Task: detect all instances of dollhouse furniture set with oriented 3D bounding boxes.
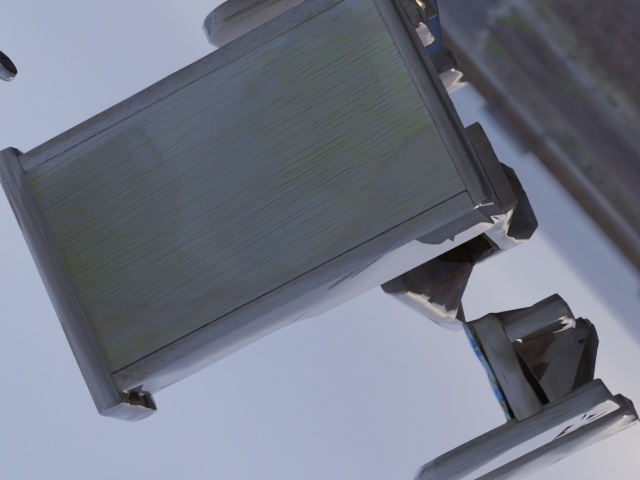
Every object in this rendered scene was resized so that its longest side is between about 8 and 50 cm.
[{"bbox_3d":[0.000,0.000,1.294,0.362,0.256,0.394,65,-171,14],"label":"dollhouse furniture set"}]

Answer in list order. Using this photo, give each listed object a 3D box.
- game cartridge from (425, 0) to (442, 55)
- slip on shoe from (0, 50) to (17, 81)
[{"bbox_3d":[0.015,-0.226,1.924,0.060,0.196,0.294,-49,-54,-89],"label":"game cartridge"},{"bbox_3d":[-0.391,-0.209,2.199,0.135,0.041,0.051,40,-173,28],"label":"slip on shoe"}]
